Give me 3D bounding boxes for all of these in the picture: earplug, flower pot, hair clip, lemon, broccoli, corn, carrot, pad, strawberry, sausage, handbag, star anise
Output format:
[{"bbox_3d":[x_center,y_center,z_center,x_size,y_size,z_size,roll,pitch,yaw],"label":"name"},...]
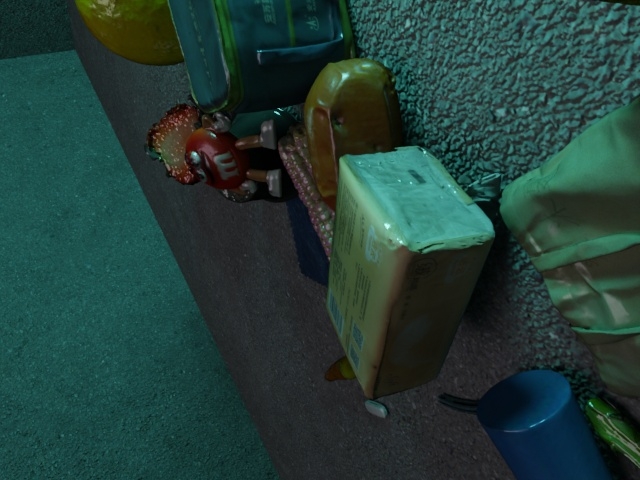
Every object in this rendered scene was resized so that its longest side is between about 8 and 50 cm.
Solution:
[{"bbox_3d":[0.344,0.336,0.621,0.273,0.132,0.132,60,151,-4],"label":"earplug"},{"bbox_3d":[-0.154,-0.173,0.981,0.235,0.148,0.236,15,121,26],"label":"flower pot"},{"bbox_3d":[0.280,0.289,0.786,0.070,0.039,0.229,57,151,11],"label":"hair clip"},{"bbox_3d":[-0.362,-0.551,0.957,0.348,0.347,0.348,38,140,41],"label":"lemon"},{"bbox_3d":[0.407,0.280,0.529,0.204,0.122,0.118,55,137,48],"label":"broccoli"},{"bbox_3d":[0.025,-0.077,0.876,0.126,0.126,0.336,-9,107,60],"label":"corn"},{"bbox_3d":[0.049,0.359,1.208,0.061,0.061,0.210,60,155,13],"label":"carrot"},{"bbox_3d":[0.000,0.000,1.073,0.269,0.012,0.270,19,126,54],"label":"pad"},{"bbox_3d":[-0.424,-0.326,1.461,0.306,0.138,0.233,-28,106,36],"label":"strawberry"},{"bbox_3d":[0.057,-0.152,0.719,0.141,0.153,0.268,-111,13,-63],"label":"sausage"},{"bbox_3d":[0.338,0.025,0.430,0.316,0.109,0.253,61,155,9],"label":"handbag"},{"bbox_3d":[-0.098,-0.356,0.740,0.222,0.240,0.263,14,122,56],"label":"handbag"},{"bbox_3d":[-0.287,-0.300,1.262,0.230,0.081,0.263,2,123,59],"label":"star anise"}]

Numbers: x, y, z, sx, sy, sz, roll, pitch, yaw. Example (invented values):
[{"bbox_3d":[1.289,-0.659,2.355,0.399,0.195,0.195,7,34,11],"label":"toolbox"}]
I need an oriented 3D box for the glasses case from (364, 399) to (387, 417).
[{"bbox_3d":[0.142,0.432,1.134,0.083,0.021,0.032,-14,101,61],"label":"glasses case"}]

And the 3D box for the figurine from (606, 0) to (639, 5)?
[{"bbox_3d":[0.276,-0.309,0.249,0.187,0.168,0.316,9,119,7],"label":"figurine"}]

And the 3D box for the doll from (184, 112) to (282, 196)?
[{"bbox_3d":[-0.181,-0.163,0.854,0.217,0.085,0.183,9,130,17],"label":"doll"}]

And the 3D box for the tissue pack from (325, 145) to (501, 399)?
[{"bbox_3d":[0.142,0.043,0.652,0.238,0.238,0.306,43,143,36],"label":"tissue pack"}]
